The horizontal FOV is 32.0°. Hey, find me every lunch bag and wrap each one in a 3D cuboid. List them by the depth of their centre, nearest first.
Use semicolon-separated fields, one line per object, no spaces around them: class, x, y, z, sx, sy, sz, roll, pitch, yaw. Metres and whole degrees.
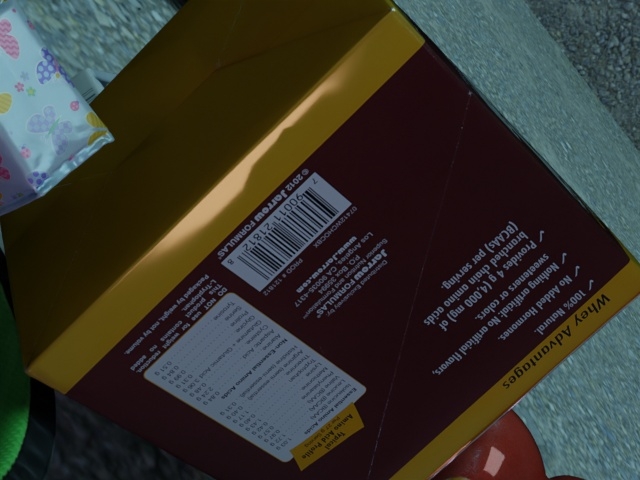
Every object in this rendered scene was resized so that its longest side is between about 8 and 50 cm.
lunch bag;-0.131;-0.045;0.418;0.053;0.083;0.071;-46;113;-38

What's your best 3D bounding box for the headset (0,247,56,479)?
headset;-0.181;0.001;0.299;0.243;0.185;0.394;56;12;2

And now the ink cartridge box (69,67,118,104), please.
ink cartridge box;-0.056;-0.005;0.718;0.206;0.045;0.208;61;23;13

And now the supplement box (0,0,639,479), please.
supplement box;0.000;0.000;0.496;0.194;0.191;0.129;39;12;-36

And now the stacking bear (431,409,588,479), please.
stacking bear;0.144;0.217;0.684;0.289;0.175;0.164;50;20;5
